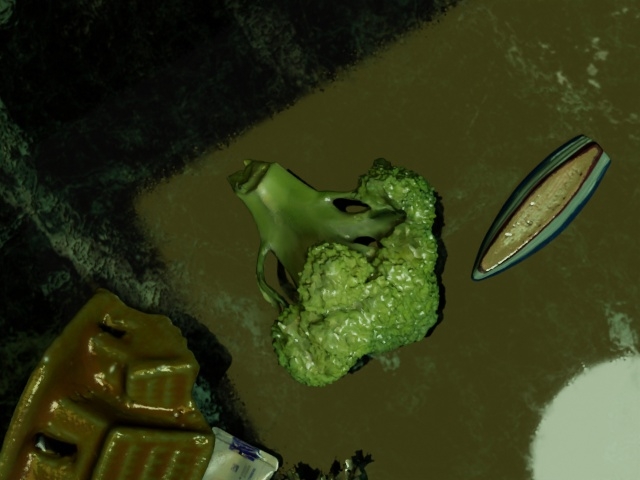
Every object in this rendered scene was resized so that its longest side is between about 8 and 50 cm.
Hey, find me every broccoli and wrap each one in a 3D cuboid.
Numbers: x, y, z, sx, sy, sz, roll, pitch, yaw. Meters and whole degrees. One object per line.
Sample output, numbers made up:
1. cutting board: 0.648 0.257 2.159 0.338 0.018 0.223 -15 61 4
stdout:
1. broccoli: 0.023 0.009 1.377 0.254 0.186 0.302 -22 90 18

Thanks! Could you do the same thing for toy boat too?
1. toy boat: 0.267 -0.035 1.411 0.080 0.046 0.229 44 93 6

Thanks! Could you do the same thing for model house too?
1. model house: -0.245 0.223 1.419 0.239 0.173 0.268 22 94 11

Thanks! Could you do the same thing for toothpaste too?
1. toothpaste: -0.166 0.405 1.456 0.100 0.066 0.323 26 87 11

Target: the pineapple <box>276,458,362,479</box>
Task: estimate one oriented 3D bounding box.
1. pineapple: 0.031 0.450 1.381 0.175 0.175 0.361 -8 70 9
